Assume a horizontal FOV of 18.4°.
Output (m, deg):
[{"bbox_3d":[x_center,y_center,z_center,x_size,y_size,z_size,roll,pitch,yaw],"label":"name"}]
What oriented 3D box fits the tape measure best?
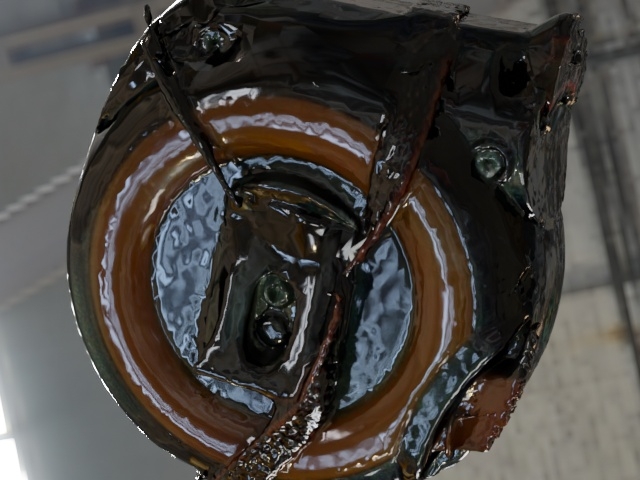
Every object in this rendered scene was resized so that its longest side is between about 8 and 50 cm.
[{"bbox_3d":[0.000,0.000,0.807,0.135,0.202,0.223,-35,-44,-68],"label":"tape measure"}]
